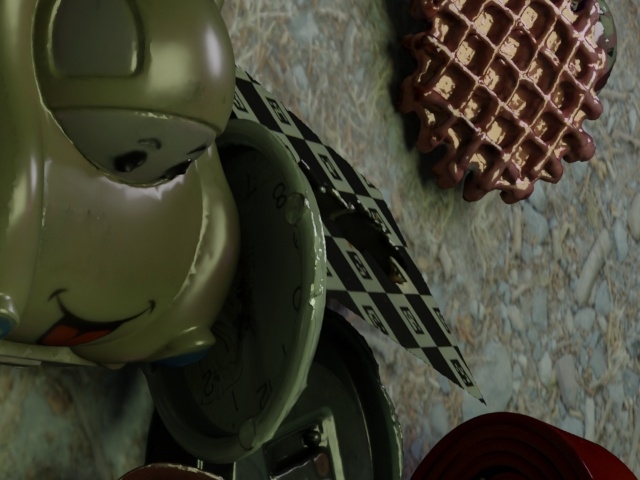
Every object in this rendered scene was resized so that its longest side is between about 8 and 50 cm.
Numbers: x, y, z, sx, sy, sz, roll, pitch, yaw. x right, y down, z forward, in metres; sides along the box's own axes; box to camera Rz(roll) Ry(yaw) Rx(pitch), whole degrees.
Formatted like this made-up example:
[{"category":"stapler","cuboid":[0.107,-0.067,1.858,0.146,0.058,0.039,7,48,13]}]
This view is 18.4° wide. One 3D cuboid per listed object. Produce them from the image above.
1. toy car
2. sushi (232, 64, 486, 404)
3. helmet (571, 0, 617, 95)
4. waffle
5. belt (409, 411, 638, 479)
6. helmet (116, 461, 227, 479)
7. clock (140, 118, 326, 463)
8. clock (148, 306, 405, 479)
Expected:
[{"category":"toy car","cuboid":[-0.138,-0.092,1.249,0.242,0.226,0.336,13,74,-54]},{"category":"sushi","cuboid":[0.000,0.000,1.533,0.290,0.050,0.264,38,21,-50]},{"category":"helmet","cuboid":[0.224,-0.186,1.894,0.177,0.107,0.153,-44,124,-49]},{"category":"waffle","cuboid":[0.168,-0.148,1.780,0.221,0.055,0.234,-9,101,-29]},{"category":"belt","cuboid":[0.168,0.309,1.637,0.115,0.227,0.323,23,65,-50]},{"category":"helmet","cuboid":[-0.123,0.227,1.332,0.175,0.106,0.155,39,63,-34]},{"category":"clock","cuboid":[-0.051,0.034,1.350,0.053,0.236,0.236,4,81,-34]},{"category":"clock","cuboid":[-0.029,0.185,1.518,0.281,0.055,0.280,12,76,-55]}]
